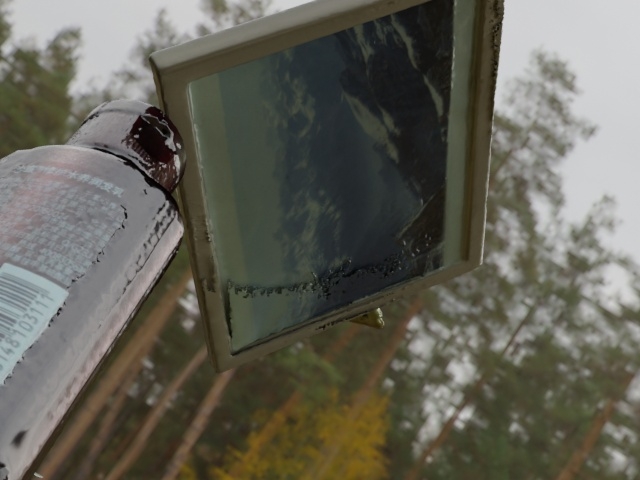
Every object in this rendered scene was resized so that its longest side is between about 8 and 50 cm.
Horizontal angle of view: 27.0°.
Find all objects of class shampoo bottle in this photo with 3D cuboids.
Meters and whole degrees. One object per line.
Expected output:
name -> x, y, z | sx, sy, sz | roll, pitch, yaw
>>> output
shampoo bottle -> -0.159, 0.023, 0.718 | 0.129, 0.323, 0.084 | 12, -57, 8

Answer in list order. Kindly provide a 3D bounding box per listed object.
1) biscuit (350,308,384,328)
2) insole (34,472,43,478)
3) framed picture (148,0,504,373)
biscuit -> 0.000, 0.000, 1.573 | 0.139, 0.016, 0.231 | 12, -51, 32
insole -> -0.444, 0.289, 1.814 | 0.153, 0.002, 0.053 | 25, -9, 11
framed picture -> 0.016, -0.045, 0.967 | 0.335, 0.247, 0.022 | 87, -22, -51
